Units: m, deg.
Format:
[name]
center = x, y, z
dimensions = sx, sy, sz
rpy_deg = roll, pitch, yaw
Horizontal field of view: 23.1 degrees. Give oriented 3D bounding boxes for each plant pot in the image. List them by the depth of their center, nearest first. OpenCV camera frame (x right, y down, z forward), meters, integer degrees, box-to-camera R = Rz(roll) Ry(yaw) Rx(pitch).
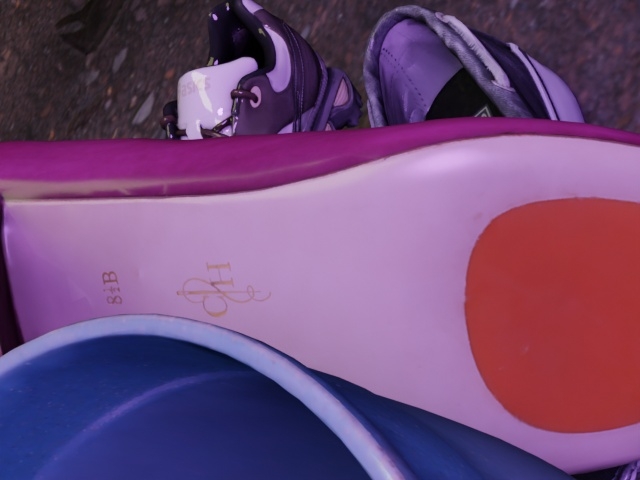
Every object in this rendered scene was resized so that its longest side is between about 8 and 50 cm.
[plant pot]
center = 0.022, 0.178, 0.459
dimensions = 0.271, 0.255, 0.272
rpy_deg = -15, 68, 40

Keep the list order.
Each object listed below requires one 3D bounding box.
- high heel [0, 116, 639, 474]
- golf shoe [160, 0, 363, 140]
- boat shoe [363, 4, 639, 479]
[high heel]
center = 0.000, 0.000, 0.589
dimensions = 0.181, 0.377, 0.127
rpy_deg = -101, 12, -73
[golf shoe]
center = -0.043, -0.024, 0.688
dimensions = 0.077, 0.094, 0.198
rpy_deg = -17, 41, 27
[boat shoe]
center = 0.082, 0.006, 0.663
dimensions = 0.113, 0.105, 0.306
rpy_deg = -38, 41, 28
